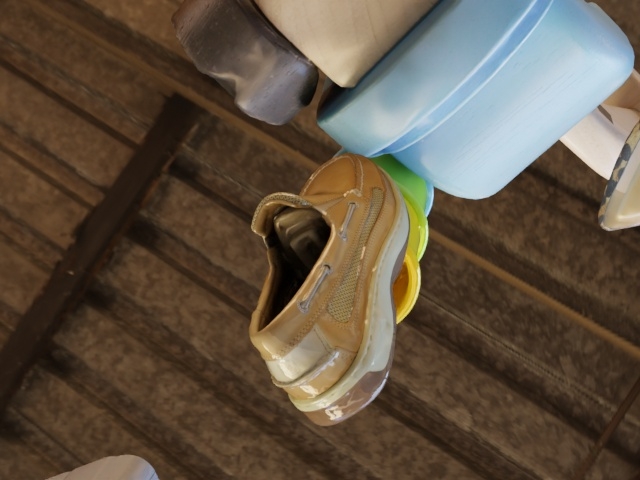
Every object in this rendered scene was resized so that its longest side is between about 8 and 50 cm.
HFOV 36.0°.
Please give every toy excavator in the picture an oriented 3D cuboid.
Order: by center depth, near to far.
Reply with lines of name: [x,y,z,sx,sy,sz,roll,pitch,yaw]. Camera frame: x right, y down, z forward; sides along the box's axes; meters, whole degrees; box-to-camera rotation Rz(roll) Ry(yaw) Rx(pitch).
toy excavator: [0.150,-0.136,0.774,0.445,0.433,0.222,42,-66,-15]

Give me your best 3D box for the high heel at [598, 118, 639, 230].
high heel: [0.303,-0.096,0.804,0.261,0.186,0.093,-42,-85,-2]

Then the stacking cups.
stacking cups: [0.051,-0.056,0.755,0.096,0.316,0.096,7,-58,11]

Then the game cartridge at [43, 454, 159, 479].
game cartridge: [-0.268,0.252,0.674,0.297,0.198,0.062,-23,-82,16]

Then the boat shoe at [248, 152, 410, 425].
boat shoe: [0.000,0.000,0.482,0.068,0.072,0.190,-37,-156,21]
